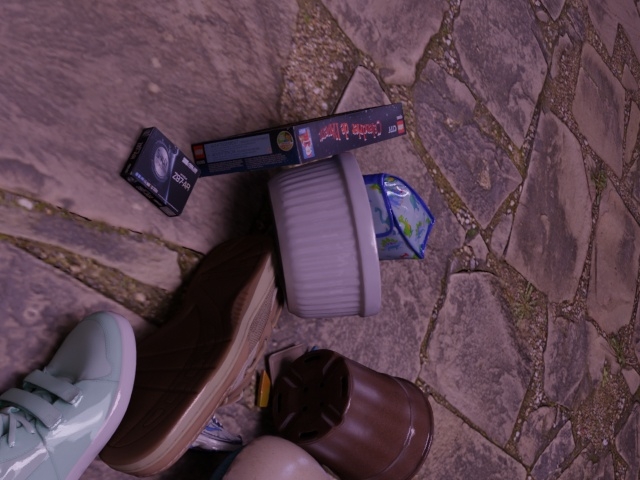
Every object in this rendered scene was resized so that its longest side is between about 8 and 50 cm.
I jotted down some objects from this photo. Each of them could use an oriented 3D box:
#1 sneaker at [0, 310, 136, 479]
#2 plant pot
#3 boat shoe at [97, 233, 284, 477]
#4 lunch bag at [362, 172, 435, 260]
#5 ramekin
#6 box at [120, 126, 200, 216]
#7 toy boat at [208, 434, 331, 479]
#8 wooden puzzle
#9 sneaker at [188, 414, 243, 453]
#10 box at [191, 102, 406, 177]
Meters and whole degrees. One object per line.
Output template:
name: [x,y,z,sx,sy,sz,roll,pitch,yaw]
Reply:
sneaker: [-0.265,0.149,0.701,0.151,0.094,0.255,53,51,-45]
plant pot: [0.036,0.228,1.038,0.165,0.167,0.166,39,58,-42]
boat shoe: [-0.114,0.129,0.863,0.341,0.122,0.110,-60,138,-48]
lunch bag: [0.069,-0.037,1.128,0.151,0.129,0.096,51,47,-39]
ramekin: [0.000,0.000,0.986,0.207,0.109,0.207,170,-90,-85]
box: [-0.178,-0.076,0.899,0.083,0.018,0.067,46,53,-40]
toy boat: [-0.090,0.377,0.888,0.267,0.148,0.318,57,41,-56]
wooden puzzle: [-0.046,0.178,1.060,0.116,0.014,0.078,-1,93,-52]
sneaker: [-0.135,0.212,0.911,0.135,0.052,0.058,28,59,-50]
box: [-0.020,-0.126,0.993,0.233,0.159,0.044,-23,105,-51]
